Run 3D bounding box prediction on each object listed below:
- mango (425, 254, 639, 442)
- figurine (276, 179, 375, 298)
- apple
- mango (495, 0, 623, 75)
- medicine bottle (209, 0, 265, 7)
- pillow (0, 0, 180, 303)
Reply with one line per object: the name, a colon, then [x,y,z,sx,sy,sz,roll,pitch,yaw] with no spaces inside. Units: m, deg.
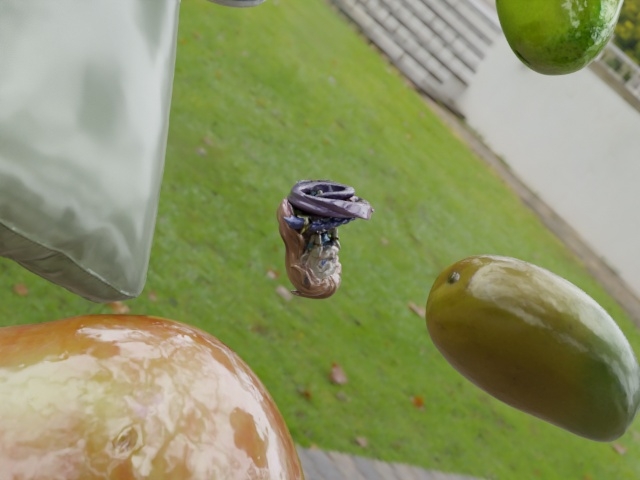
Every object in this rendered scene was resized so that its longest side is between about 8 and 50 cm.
mango: [0.173,0.087,0.931,0.194,0.130,0.092,44,46,-7]
figurine: [-0.007,-0.007,1.453,0.114,0.157,0.126,32,31,19]
apple: [-0.102,0.122,0.492,0.209,0.209,0.164,32,50,-32]
mango: [0.187,-0.209,0.929,0.089,0.163,0.117,27,-17,-36]
medicine bottle: [-0.103,-0.441,1.554,0.139,0.237,0.139,12,42,-11]
pillow: [-0.207,-0.135,0.870,0.255,0.120,0.322,33,51,-49]
